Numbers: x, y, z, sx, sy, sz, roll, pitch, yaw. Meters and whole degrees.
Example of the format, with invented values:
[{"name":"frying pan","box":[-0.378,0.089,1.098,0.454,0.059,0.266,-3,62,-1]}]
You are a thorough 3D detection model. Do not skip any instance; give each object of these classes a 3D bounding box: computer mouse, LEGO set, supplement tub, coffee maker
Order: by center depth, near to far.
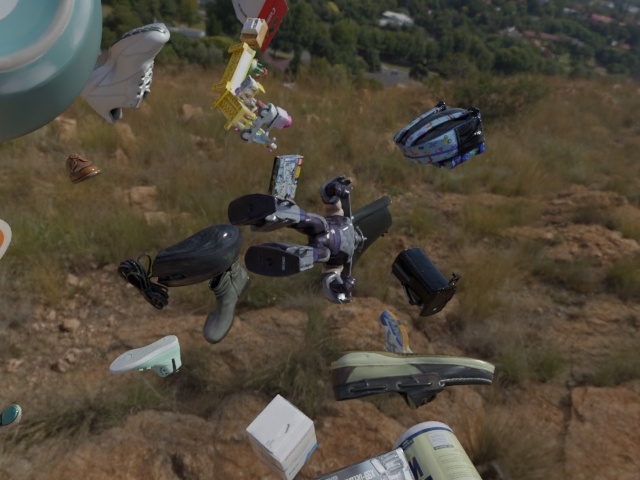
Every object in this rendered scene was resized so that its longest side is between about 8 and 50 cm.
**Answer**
[{"name":"LEGO set","box":[-0.113,-0.261,0.899,0.107,0.132,0.287,31,38,-43]},{"name":"computer mouse","box":[-0.288,0.061,1.129,0.272,0.189,0.072,-29,54,-8]},{"name":"coffee maker","box":[0.308,0.104,1.476,0.120,0.171,0.178,16,31,-48]},{"name":"supplement tub","box":[0.386,0.773,1.596,0.235,0.236,0.325,1,28,-18]}]

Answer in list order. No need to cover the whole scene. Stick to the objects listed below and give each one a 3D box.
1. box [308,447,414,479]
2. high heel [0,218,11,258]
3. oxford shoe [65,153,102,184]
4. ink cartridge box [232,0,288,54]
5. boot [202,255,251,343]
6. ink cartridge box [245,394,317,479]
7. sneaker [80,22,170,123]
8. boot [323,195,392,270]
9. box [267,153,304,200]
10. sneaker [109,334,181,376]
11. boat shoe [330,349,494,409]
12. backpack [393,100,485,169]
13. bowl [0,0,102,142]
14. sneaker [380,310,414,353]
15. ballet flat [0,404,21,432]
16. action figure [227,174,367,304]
[{"name":"box","box":[-0.012,0.483,0.929,0.307,0.242,0.077,-8,64,-26]},{"name":"high heel","box":[-0.710,0.044,0.812,0.181,0.127,0.377,-5,15,23]},{"name":"oxford shoe","box":[-0.670,-0.202,1.396,0.076,0.076,0.212,-32,28,-32]},{"name":"ink cartridge box","box":[-0.182,-0.685,1.448,0.056,0.181,0.225,-3,65,-33]},{"name":"boot","box":[-0.291,0.162,1.449,0.083,0.161,0.247,17,67,18]},{"name":"ink cartridge box","box":[-0.131,0.692,1.755,0.168,0.233,0.171,30,56,27]},{"name":"sneaker","box":[-0.429,-0.380,1.141,0.129,0.297,0.111,52,35,-18]},{"name":"boot","box":[0.073,0.015,0.921,0.136,0.198,0.077,-25,58,-12]},{"name":"box","box":[-0.100,-0.174,1.424,0.027,0.137,0.093,32,30,33]},{"name":"sneaker","box":[-0.640,0.471,1.873,0.255,0.151,0.094,-20,29,-26]},{"name":"boat shoe","box":[0.124,0.193,0.687,0.223,0.080,0.074,3,71,0]},{"name":"backpack","box":[0.261,-0.225,1.135,0.173,0.117,0.158,-29,29,-10]},{"name":"bowl","box":[-0.337,-0.241,0.455,0.311,0.312,0.163,-14,18,-36]},{"name":"sneaker","box":[0.284,0.425,1.958,0.111,0.130,0.297,5,58,-57]},{"name":"ballet flat","box":[-0.936,0.536,1.509,0.052,0.168,0.057,29,38,-54]},{"name":"action figure","box":[0.000,0.000,0.705,0.099,0.186,0.285,-13,-7,29]}]
